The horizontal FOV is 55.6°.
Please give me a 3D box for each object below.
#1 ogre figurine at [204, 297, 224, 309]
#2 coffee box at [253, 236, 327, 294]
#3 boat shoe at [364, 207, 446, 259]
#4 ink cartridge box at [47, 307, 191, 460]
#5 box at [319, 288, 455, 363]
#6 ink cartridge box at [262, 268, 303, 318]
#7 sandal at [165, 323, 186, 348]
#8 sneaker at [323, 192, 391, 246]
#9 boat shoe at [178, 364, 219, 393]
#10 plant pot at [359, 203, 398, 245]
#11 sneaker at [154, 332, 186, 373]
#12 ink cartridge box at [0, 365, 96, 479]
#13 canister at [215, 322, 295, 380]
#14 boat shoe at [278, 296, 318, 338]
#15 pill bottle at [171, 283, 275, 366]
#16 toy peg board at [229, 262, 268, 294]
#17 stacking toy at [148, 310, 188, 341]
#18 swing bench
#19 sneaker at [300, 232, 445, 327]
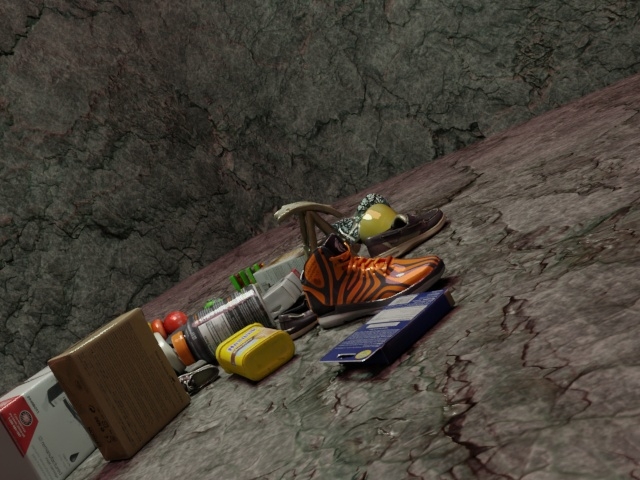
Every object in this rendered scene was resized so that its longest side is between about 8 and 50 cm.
[{"bbox_3d":[-0.258,0.219,1.688,0.118,0.097,0.197,-19,15,-3],"label":"ogre figurine"},{"bbox_3d":[-0.070,0.086,1.916,0.246,0.098,0.141,-23,9,33],"label":"coffee box"},{"bbox_3d":[0.234,-0.030,1.653,0.285,0.093,0.102,-32,9,-29],"label":"boat shoe"},{"bbox_3d":[-0.398,0.286,1.222,0.088,0.235,0.193,-21,9,33],"label":"ink cartridge box"},{"bbox_3d":[0.114,0.158,1.043,0.225,0.037,0.136,-31,8,-34],"label":"box"},{"bbox_3d":[-0.108,0.152,1.687,0.109,0.063,0.150,-38,4,19],"label":"ink cartridge box"},{"bbox_3d":[-0.372,0.297,1.795,0.254,0.055,0.097,-6,28,45],"label":"sandal"},{"bbox_3d":[0.136,-0.037,2.106,0.283,0.110,0.122,-39,-30,16],"label":"sneaker"},{"bbox_3d":[-0.283,0.316,1.352,0.125,0.046,0.038,-22,0,-26],"label":"boat shoe"},{"bbox_3d":[0.194,-0.031,1.751,0.134,0.134,0.095,-32,34,-28],"label":"plant pot"},{"bbox_3d":[-0.467,0.337,1.600,0.148,0.131,0.350,-40,7,-28],"label":"sneaker"},{"bbox_3d":[-0.577,0.389,1.309,0.114,0.197,0.273,-23,9,22],"label":"ink cartridge box"},{"bbox_3d":[-0.138,0.234,1.283,0.126,0.073,0.170,-32,10,-25],"label":"canister"},{"bbox_3d":[-0.012,0.152,1.408,0.206,0.065,0.075,-32,9,-32],"label":"boat shoe"},{"bbox_3d":[-0.247,0.220,1.526,0.245,0.131,0.130,-28,8,-6],"label":"pill bottle"},{"bbox_3d":[-0.264,0.134,2.344,0.161,0.079,0.161,-25,8,15],"label":"toy peg board"},{"bbox_3d":[-0.599,0.339,2.052,0.330,0.141,0.141,-22,7,-9],"label":"stacking toy"},{"bbox_3d":[0.000,0.000,1.658,0.165,0.255,0.253,-28,8,-3],"label":"swing bench"},{"bbox_3d":[0.086,0.058,1.258,0.321,0.180,0.124,-24,9,27],"label":"sneaker"}]
